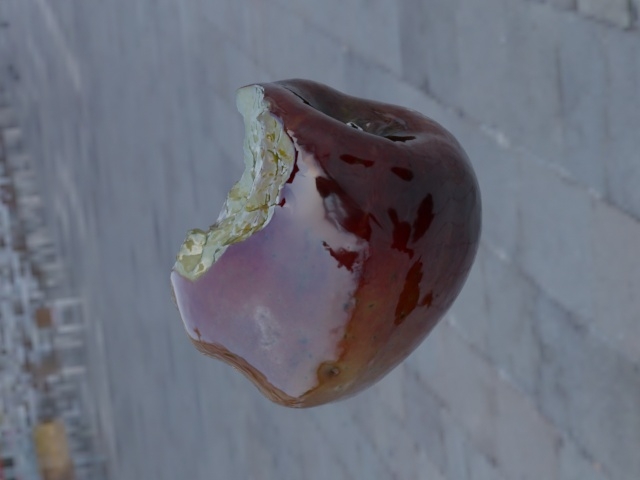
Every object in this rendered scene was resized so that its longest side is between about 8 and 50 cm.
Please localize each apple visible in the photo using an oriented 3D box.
[{"bbox_3d":[0.005,0.006,0.898,0.156,0.147,0.158,-59,-12,-73],"label":"apple"}]
